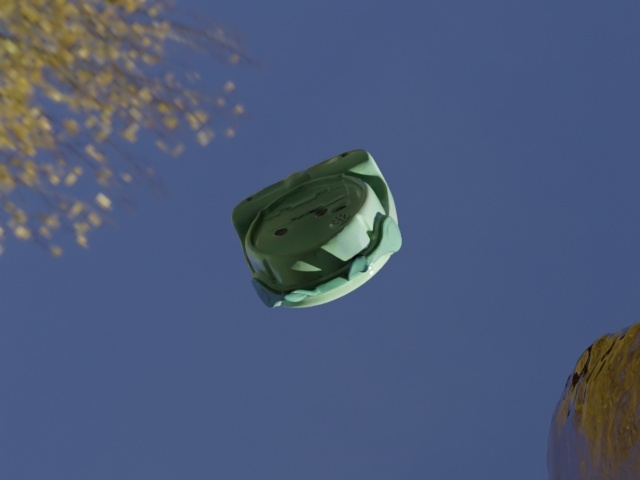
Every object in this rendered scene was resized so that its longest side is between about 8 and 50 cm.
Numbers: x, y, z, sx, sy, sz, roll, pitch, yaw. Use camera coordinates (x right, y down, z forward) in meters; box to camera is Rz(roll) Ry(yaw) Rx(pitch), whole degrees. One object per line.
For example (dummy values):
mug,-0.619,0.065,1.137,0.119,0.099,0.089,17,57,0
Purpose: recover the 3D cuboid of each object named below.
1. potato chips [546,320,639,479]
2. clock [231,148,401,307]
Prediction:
potato chips,0.100,0.101,0.549,0.049,0.202,0.150,-18,-101,-5
clock,0.000,0.000,1.165,0.101,0.041,0.135,-25,-152,4
